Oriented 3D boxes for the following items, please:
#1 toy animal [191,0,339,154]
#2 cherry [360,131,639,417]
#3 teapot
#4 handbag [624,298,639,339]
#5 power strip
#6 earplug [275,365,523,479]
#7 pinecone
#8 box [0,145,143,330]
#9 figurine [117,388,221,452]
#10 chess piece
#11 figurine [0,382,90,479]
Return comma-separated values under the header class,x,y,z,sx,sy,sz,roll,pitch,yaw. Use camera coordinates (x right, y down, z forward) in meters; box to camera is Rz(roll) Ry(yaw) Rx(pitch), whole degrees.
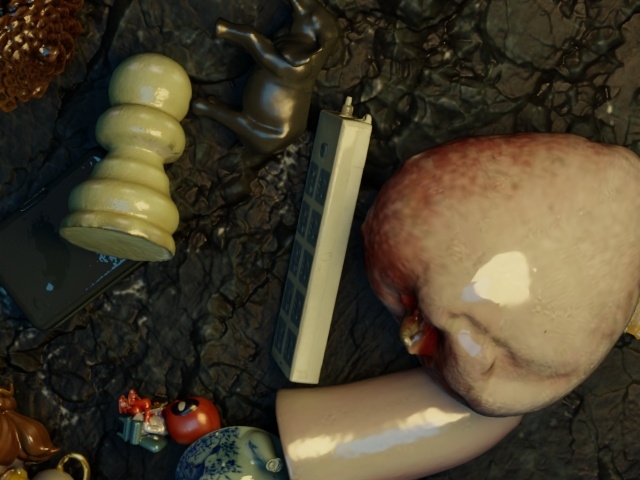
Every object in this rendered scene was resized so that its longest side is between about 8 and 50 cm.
class,x,y,z,sx,sy,sz,roll,pitch,yaw
toy animal,-0.061,-0.220,1.343,0.146,0.114,0.245,23,123,10
cherry,0.220,0.036,1.243,0.335,0.291,0.326,-6,75,-5
teapot,-0.107,0.338,1.393,0.159,0.159,0.232,26,113,3
handbag,0.391,0.088,1.359,0.083,0.027,0.061,28,102,2
power strip,0.000,0.000,1.360,0.043,0.106,0.367,8,101,-19
earplug,0.110,0.231,1.363,0.301,0.172,0.172,-16,96,5
pinecone,-0.401,-0.272,1.337,0.208,0.208,0.207,1,99,8
box,-0.329,0.000,1.436,0.230,0.050,0.160,-36,93,12
figurine,-0.199,0.244,1.448,0.140,0.068,0.075,5,97,9
chess piece,-0.224,-0.112,1.340,0.144,0.144,0.251,9,74,7
figurine,-0.428,0.312,1.460,0.189,0.142,0.263,-37,91,-20
